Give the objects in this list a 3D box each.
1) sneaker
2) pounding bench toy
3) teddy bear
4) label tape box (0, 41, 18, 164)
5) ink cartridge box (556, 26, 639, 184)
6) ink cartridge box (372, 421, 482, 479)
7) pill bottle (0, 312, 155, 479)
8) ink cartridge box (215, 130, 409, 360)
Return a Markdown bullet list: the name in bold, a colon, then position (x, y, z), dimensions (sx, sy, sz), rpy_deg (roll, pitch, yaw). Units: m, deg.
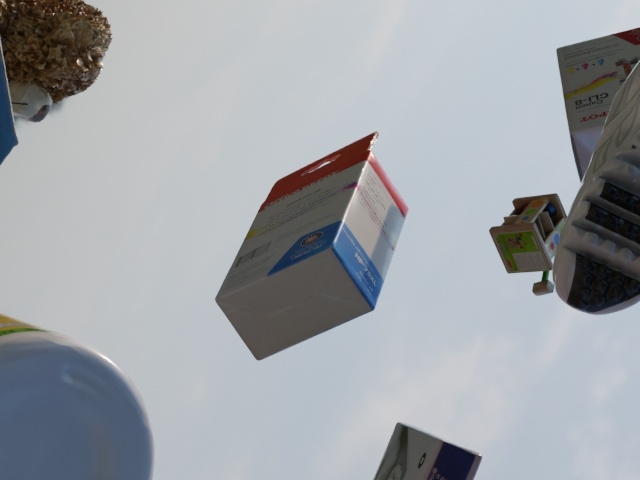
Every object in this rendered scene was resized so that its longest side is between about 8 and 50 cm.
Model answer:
- **sneaker**: position (0.279, -0.069, 1.518), dimensions (0.292, 0.110, 0.118), rpy_deg (-61, -166, -6)
- **pounding bench toy**: position (0.214, 0.004, 1.742), dimensions (0.052, 0.083, 0.065), rpy_deg (-6, -151, 40)
- **teddy bear**: position (-0.369, -0.187, 1.666), dimensions (0.245, 0.338, 0.113), rpy_deg (-34, -135, 47)
- **label tape box**: position (-0.345, -0.099, 1.338), dimensions (0.333, 0.106, 0.240), rpy_deg (-44, -126, 52)
- **ink cartridge box**: position (0.323, -0.119, 1.843), dimensions (0.128, 0.127, 0.176), rpy_deg (-13, -145, 11)
- **ink cartridge box**: position (0.050, 0.265, 1.519), dimensions (0.224, 0.045, 0.223), rpy_deg (165, -51, -80)
- **pill bottle**: position (-0.203, 0.105, 1.013), dimensions (0.245, 0.136, 0.136), rpy_deg (10, -107, 60)
- **ink cartridge box**: position (0.000, 0.000, 1.678), dimensions (0.134, 0.078, 0.231), rpy_deg (-25, -159, 26)
